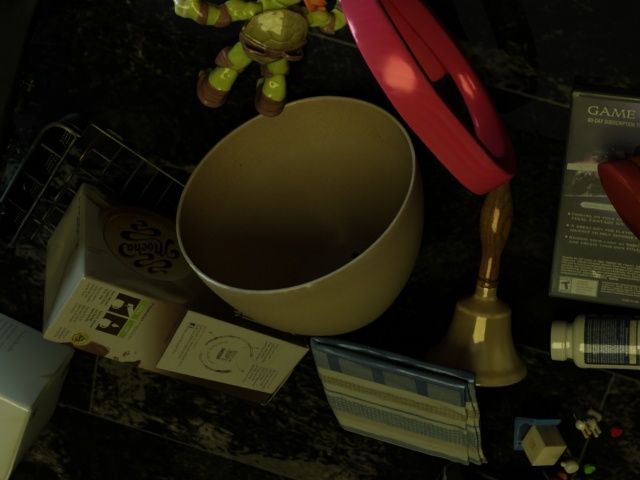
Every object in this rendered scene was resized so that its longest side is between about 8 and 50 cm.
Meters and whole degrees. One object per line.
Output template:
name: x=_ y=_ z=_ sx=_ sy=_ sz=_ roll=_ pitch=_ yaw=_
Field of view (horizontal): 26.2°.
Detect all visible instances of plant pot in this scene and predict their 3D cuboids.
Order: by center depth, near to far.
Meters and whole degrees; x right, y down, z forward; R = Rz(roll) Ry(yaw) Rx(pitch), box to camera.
plant pot: x=0.000 y=0.000 z=1.593 sx=0.284 sy=0.284 sz=0.191 roll=-7 pitch=140 yaw=19

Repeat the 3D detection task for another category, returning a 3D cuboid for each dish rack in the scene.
dish rack: x=-0.260 y=-0.022 z=1.747 sx=0.271 sy=0.074 sz=0.208 roll=34 pitch=124 yaw=-6

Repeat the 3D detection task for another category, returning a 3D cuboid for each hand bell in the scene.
hand bell: x=0.200 y=0.040 z=1.654 sx=0.126 sy=0.126 sz=0.242 roll=8 pitch=109 yaw=11

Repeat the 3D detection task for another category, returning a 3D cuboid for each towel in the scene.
towel: x=0.103 y=0.200 z=1.712 sx=0.209 sy=0.034 sz=0.285 roll=13 pitch=155 yaw=16

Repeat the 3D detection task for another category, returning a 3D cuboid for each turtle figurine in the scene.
turtle figurine: x=-0.045 y=-0.226 z=1.524 sx=0.270 sy=0.087 sz=0.217 roll=-5 pitch=148 yaw=-24

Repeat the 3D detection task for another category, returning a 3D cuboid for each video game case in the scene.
video game case: x=0.374 y=-0.042 z=1.585 sx=0.196 sy=0.026 sz=0.274 roll=8 pitch=121 yaw=11

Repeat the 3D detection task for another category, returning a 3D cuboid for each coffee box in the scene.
coffee box: x=-0.173 y=0.067 z=1.661 sx=0.297 sy=0.168 sz=0.119 roll=20 pitch=127 yaw=-24

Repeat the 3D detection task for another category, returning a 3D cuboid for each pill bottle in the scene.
pill bottle: x=0.341 y=0.122 z=1.666 sx=0.120 sy=0.067 sz=0.067 roll=1 pitch=120 yaw=15

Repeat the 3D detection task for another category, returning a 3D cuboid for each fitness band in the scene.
fitness band: x=0.119 y=-0.170 z=1.451 sx=0.054 sy=0.209 sz=0.291 roll=-31 pitch=135 yaw=19

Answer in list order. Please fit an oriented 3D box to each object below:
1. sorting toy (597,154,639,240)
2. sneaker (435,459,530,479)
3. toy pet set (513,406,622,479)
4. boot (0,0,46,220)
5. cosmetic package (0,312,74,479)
sorting toy: x=0.451 y=0.027 z=1.550 sx=0.126 sy=0.127 sz=0.365 roll=-35 pitch=111 yaw=-1
sneaker: x=0.174 y=0.389 z=1.851 sx=0.315 sy=0.127 sz=0.182 roll=-24 pitch=108 yaw=19
toy pet set: x=0.306 y=0.258 z=1.777 sx=0.114 sy=0.065 sz=0.122 roll=3 pitch=132 yaw=-28
boot: x=-0.448 y=-0.142 z=1.655 sx=0.146 sy=0.367 sz=0.445 roll=2 pitch=110 yaw=-29
cosmetic package: x=-0.464 y=0.201 z=1.892 sx=0.184 sy=0.151 sz=0.151 roll=26 pitch=124 yaw=1
